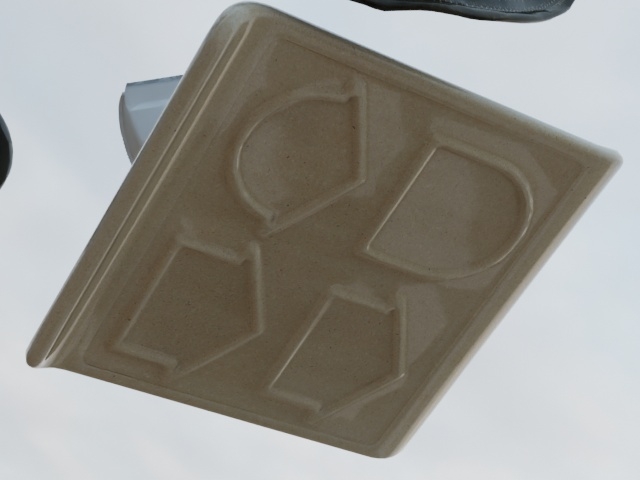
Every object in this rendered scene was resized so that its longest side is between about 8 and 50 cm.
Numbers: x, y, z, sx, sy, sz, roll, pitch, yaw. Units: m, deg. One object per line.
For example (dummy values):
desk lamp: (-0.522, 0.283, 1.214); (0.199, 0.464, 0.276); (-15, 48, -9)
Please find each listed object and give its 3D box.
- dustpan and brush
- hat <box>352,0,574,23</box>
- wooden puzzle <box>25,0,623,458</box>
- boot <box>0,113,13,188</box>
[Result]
dustpan and brush: (-0.106, -0.048, 1.405); (0.060, 0.147, 0.211); (-19, -97, 63)
hat: (0.064, -0.291, 1.015); (0.331, 0.331, 0.134); (31, -49, 7)
wooden puzzle: (0.000, 0.000, 1.092); (0.348, 0.080, 0.322); (17, -58, -30)
boot: (-0.408, -0.168, 1.118); (0.377, 0.138, 0.284); (45, -15, -22)
